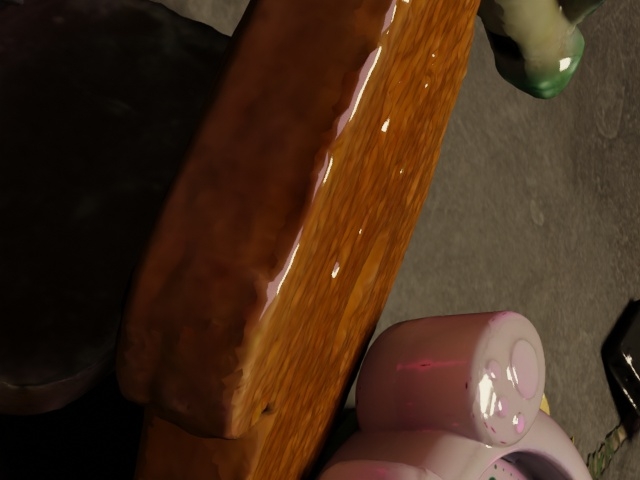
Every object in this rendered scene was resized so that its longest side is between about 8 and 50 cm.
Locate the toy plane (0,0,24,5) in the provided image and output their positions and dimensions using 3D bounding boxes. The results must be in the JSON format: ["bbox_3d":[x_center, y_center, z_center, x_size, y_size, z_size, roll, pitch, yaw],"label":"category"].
[{"bbox_3d":[-0.157,-0.199,0.604,0.174,0.080,0.174,10,77,-52],"label":"toy plane"}]

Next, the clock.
[{"bbox_3d":[0.085,0.237,0.744,0.295,0.113,0.322,56,45,-28],"label":"clock"}]

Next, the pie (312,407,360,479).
[{"bbox_3d":[0.046,0.264,0.837,0.302,0.067,0.302,10,77,-54],"label":"pie"}]

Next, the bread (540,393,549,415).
[{"bbox_3d":[0.182,0.175,1.072,0.070,0.035,0.083,-61,139,-38],"label":"bread"}]

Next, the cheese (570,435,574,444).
[{"bbox_3d":[0.172,0.291,0.992,0.177,0.069,0.270,56,49,-77],"label":"cheese"}]

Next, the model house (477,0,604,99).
[{"bbox_3d":[0.147,-0.280,0.926,0.284,0.243,0.298,52,50,-49],"label":"model house"}]

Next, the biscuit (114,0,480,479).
[{"bbox_3d":[-0.001,0.000,0.608,0.350,0.078,0.455,-58,167,-33],"label":"biscuit"}]

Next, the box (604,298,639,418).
[{"bbox_3d":[0.355,0.135,1.301,0.126,0.027,0.125,56,41,-9],"label":"box"}]

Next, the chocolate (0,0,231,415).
[{"bbox_3d":[-0.126,-0.017,0.594,0.254,0.157,0.080,-58,175,-43],"label":"chocolate"}]
